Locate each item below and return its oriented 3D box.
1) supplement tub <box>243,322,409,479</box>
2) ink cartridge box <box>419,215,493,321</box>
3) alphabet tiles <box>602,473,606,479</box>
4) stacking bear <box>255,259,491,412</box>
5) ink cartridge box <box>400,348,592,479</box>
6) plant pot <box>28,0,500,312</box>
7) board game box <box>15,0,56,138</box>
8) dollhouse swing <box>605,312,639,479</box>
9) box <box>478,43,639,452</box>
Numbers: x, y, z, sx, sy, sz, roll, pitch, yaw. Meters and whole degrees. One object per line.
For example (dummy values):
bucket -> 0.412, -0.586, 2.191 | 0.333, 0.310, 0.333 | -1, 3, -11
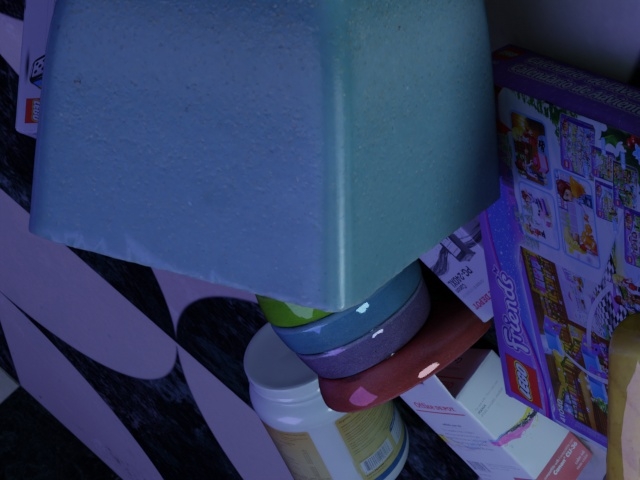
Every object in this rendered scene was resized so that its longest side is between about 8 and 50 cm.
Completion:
supplement tub -> 0.006, 0.185, 1.845 | 0.144, 0.144, 0.199 | 25, 150, 43
ink cartridge box -> 0.122, -0.013, 1.388 | 0.150, 0.063, 0.109 | 45, 159, 3
alphabet tiles -> 0.365, 0.257, 1.328 | 0.284, 0.021, 0.278 | 28, 177, 3
stacking bear -> 0.000, 0.000, 1.528 | 0.289, 0.164, 0.175 | 58, 156, -17
ink cartridge box -> 0.158, 0.166, 1.613 | 0.198, 0.067, 0.115 | 46, 159, -18
plant pot -> -0.029, -0.132, 1.095 | 0.247, 0.248, 0.252 | 14, 116, 26
board game box -> -0.132, -0.148, 1.283 | 0.053, 0.193, 0.305 | 0, 173, 21
dollhouse swing -> 0.388, 0.053, 0.970 | 0.347, 0.304, 0.315 | 13, -178, 41
box -> 0.200, 0.020, 1.192 | 0.201, 0.057, 0.293 | 29, 138, 49
